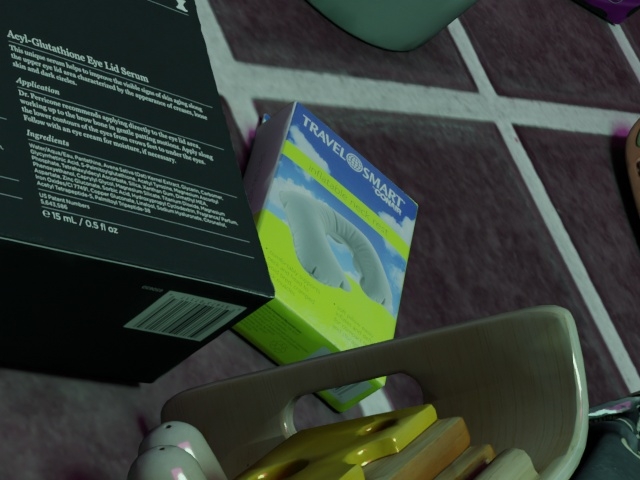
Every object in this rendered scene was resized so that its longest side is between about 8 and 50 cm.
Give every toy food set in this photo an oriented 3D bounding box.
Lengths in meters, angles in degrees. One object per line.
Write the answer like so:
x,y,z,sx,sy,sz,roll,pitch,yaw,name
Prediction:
-0.057,0.098,0.529,0.306,0.219,0.092,-29,100,-56,toy food set

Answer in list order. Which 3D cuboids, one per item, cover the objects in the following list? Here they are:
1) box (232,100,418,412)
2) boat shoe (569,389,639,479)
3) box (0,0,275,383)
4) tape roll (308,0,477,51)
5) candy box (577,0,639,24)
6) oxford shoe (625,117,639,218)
0.000,0.000,0.866,0.109,0.042,0.178,40,36,-21,box
0.113,0.157,0.680,0.156,0.187,0.500,24,12,6,boat shoe
-0.163,-0.051,0.654,0.261,0.103,0.184,15,51,-43,box
0.033,-0.249,1.105,0.219,0.072,0.219,32,38,-30,tape roll
0.232,-0.337,1.432,0.159,0.071,0.233,19,46,-41,candy box
0.372,0.062,1.231,0.397,0.140,0.146,64,3,23,oxford shoe
